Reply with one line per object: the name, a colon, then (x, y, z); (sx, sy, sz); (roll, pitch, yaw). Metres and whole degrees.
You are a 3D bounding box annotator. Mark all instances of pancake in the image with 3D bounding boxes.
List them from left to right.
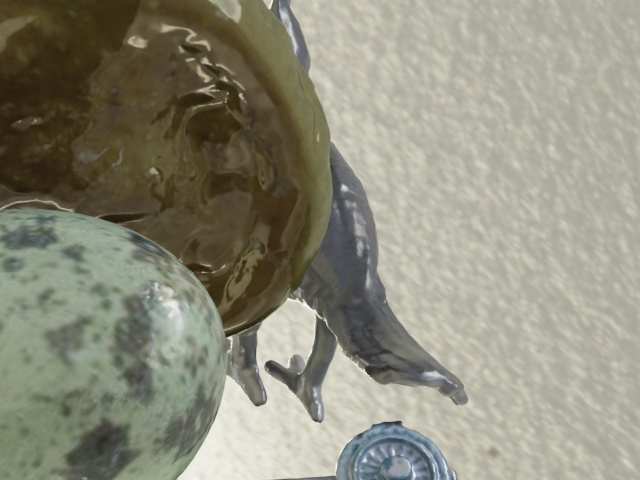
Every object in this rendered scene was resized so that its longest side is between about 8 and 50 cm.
pancake: (-0.104, -0.027, 0.804); (0.242, 0.242, 0.050); (-28, -149, 15)

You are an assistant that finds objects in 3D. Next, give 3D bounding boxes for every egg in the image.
egg: (-0.109, 0.052, 0.647); (0.172, 0.132, 0.132); (-18, -117, 37)

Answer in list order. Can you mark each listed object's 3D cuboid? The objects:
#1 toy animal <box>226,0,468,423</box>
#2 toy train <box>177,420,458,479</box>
toy animal: (-0.012, 0.015, 0.983); (0.367, 0.081, 0.205); (-106, -154, -46)
toy train: (-0.033, 0.217, 0.998); (0.300, 0.131, 0.202); (-3, -122, -11)
